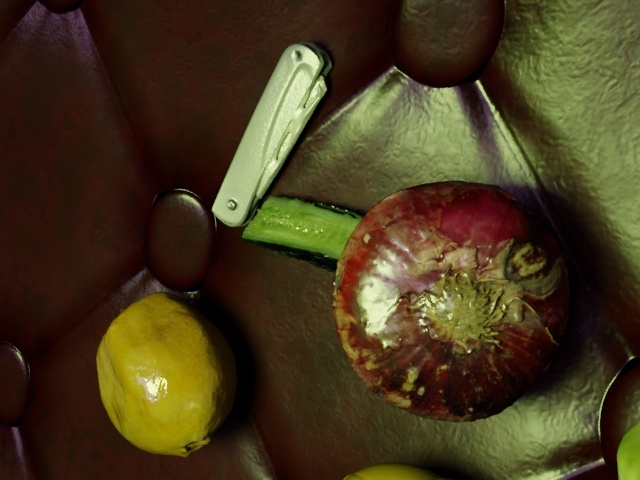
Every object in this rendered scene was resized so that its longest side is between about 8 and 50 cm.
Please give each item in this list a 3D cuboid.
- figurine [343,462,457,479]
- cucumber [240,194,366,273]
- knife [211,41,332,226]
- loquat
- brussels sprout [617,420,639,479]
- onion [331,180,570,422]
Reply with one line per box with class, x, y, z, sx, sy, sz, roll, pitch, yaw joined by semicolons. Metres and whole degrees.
figurine;0.115;0.350;0.956;0.256;0.167;0.192;37;101;6
cucumber;0.002;0.000;1.093;0.211;0.062;0.078;13;66;42
knife;-0.063;-0.130;1.144;0.073;0.040;0.266;39;114;19
loquat;-0.202;0.171;1.175;0.187;0.176;0.234;-54;52;25
brussels sprout;0.369;0.180;0.676;0.273;0.243;0.317;-34;37;2
onion;0.132;0.061;0.913;0.246;0.190;0.246;1;94;8
